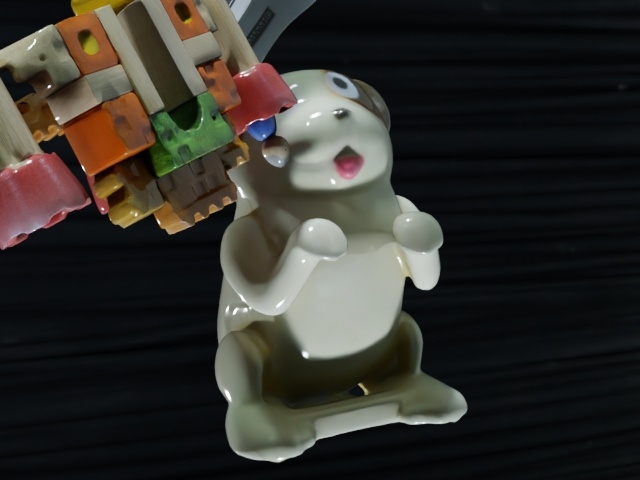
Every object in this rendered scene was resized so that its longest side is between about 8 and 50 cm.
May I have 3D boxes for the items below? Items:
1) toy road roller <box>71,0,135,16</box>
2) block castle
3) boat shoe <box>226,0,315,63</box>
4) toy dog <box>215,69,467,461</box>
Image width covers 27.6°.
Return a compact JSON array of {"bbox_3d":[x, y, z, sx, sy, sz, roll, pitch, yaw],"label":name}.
[{"bbox_3d":[-0.244,-0.307,1.929,0.329,0.203,0.240,-91,-20,-60],"label":"toy road roller"},{"bbox_3d":[-0.240,-0.074,1.284,0.303,0.453,0.212,-26,94,33],"label":"block castle"},{"bbox_3d":[-0.090,-0.316,1.726,0.105,0.113,0.306,29,86,40],"label":"boat shoe"},{"bbox_3d":[0.000,0.000,1.550,0.395,0.285,0.407,-140,45,-71],"label":"toy dog"}]
